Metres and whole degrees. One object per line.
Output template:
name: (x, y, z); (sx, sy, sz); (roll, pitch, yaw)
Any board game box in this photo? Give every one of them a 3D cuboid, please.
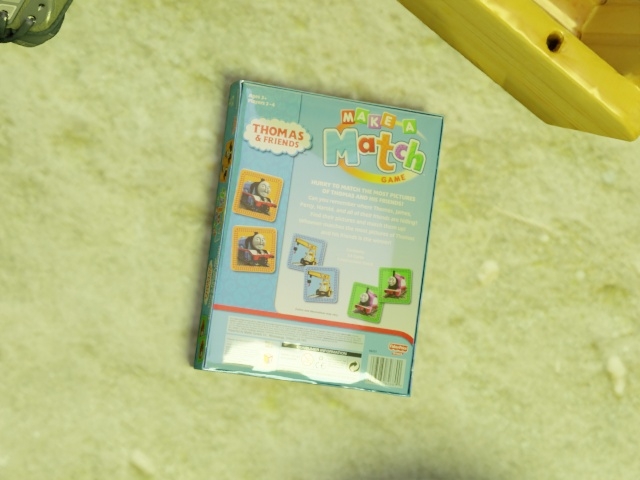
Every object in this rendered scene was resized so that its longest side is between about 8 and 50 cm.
board game box: (0.000, 0.000, 1.377); (0.160, 0.039, 0.212); (9, 86, -16)

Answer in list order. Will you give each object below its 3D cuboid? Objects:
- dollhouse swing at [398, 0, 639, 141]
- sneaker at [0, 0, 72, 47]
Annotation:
dollhouse swing: (0.248, -0.282, 1.324); (0.315, 0.305, 0.347); (38, 79, -11)
sneaker: (-0.240, -0.180, 1.284); (0.300, 0.111, 0.121); (-25, 99, -13)
